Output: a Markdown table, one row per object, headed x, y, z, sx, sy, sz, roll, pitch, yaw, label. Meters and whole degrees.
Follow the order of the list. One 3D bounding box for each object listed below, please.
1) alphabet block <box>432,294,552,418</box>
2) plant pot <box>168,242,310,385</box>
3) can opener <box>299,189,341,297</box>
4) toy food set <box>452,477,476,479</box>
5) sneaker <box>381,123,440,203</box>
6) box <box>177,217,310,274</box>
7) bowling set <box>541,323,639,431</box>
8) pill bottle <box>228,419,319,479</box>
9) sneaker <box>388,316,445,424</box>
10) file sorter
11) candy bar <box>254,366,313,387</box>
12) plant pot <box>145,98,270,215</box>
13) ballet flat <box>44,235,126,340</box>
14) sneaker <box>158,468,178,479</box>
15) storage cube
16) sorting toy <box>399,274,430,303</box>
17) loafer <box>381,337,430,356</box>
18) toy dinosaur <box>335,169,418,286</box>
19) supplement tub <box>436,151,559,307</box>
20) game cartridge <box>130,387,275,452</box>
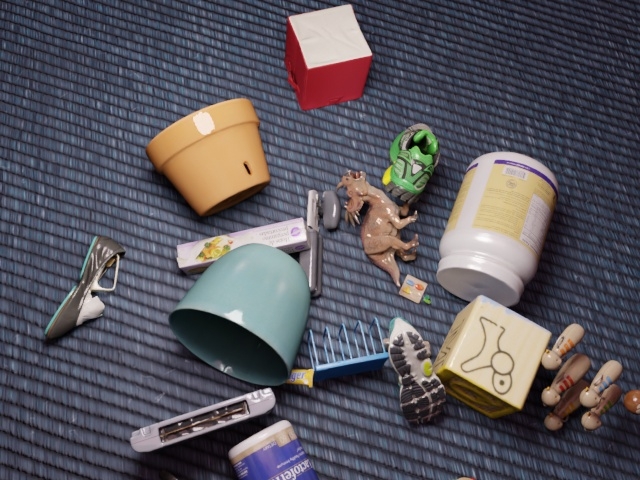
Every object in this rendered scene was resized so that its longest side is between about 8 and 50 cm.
| x | y | z | sx | sy | sz | roll | pitch | yaw | label |
| --- | --- | --- | --- | --- | --- | --- | --- | --- | --- |
| 0.388 | 0.275 | 1.445 | 0.192 | 0.193 | 0.197 | 29 | 69 | 8 | alphabet block |
| -0.157 | 0.149 | 1.405 | 0.293 | 0.293 | 0.235 | 24 | 57 | 4 | plant pot |
| 0.000 | 0.000 | 1.570 | 0.095 | 0.076 | 0.283 | -6 | 67 | 20 | can opener |
| 0.332 | 0.581 | 1.410 | 0.083 | 0.020 | 0.083 | 10 | 68 | -1 | toy food set |
| 0.262 | -0.227 | 1.605 | 0.134 | 0.146 | 0.343 | 29 | 32 | -6 | sneaker |
| -0.189 | 0.016 | 1.525 | 0.324 | 0.067 | 0.063 | -12 | 69 | 4 | box |
| 0.600 | 0.342 | 1.370 | 0.154 | 0.287 | 0.200 | -40 | 38 | -19 | bowling set |
| -0.075 | 0.535 | 1.320 | 0.153 | 0.153 | 0.265 | -26 | 74 | -14 | pill bottle |
| 0.216 | 0.299 | 1.423 | 0.107 | 0.110 | 0.275 | -15 | 111 | -1 | sneaker |
| 0.059 | 0.257 | 1.464 | 0.170 | 0.118 | 0.104 | -9 | 66 | -9 | file sorter |
| -0.087 | 0.316 | 1.440 | 0.161 | 0.018 | 0.040 | -3 | 79 | 26 | candy bar |
| -0.257 | -0.191 | 1.540 | 0.291 | 0.291 | 0.203 | -26 | 89 | -15 | plant pot |
| -0.548 | 0.118 | 1.478 | 0.096 | 0.095 | 0.280 | 24 | 68 | -9 | ballet flat |
| -0.306 | 0.581 | 1.335 | 0.170 | 0.051 | 0.089 | 39 | 66 | 7 | sneaker |
| 0.015 | -0.504 | 1.720 | 0.215 | 0.193 | 0.184 | -14 | 70 | -12 | storage cube |
| 0.250 | 0.129 | 1.586 | 0.083 | 0.012 | 0.062 | 26 | 68 | 6 | sorting toy |
| 0.210 | 0.257 | 1.520 | 0.125 | 0.045 | 0.039 | 14 | 51 | -7 | loafer |
| 0.145 | -0.030 | 1.585 | 0.200 | 0.127 | 0.296 | -3 | 90 | 5 | toy dinosaur |
| 0.437 | -0.025 | 1.542 | 0.241 | 0.241 | 0.331 | 23 | 69 | 4 | supplement tub |
| -0.243 | 0.391 | 1.336 | 0.297 | 0.198 | 0.062 | -16 | 70 | -10 | game cartridge |
